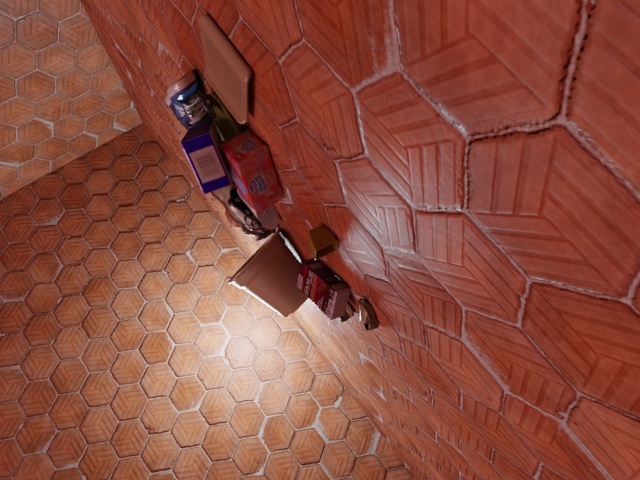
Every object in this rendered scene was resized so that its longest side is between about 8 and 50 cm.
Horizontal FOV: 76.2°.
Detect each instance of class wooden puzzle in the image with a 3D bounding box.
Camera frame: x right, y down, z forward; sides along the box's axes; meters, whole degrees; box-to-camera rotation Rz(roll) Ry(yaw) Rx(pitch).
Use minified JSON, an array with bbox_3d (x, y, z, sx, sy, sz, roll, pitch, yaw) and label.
[{"bbox_3d":[-0.267,-0.483,1.173,0.221,0.044,0.239,53,159,5],"label":"wooden puzzle"}]

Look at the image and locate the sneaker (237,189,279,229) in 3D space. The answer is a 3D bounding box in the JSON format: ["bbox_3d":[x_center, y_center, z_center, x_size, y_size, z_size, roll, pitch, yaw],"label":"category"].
[{"bbox_3d":[-0.262,-0.148,1.725,0.235,0.090,0.094,54,166,-15],"label":"sneaker"}]

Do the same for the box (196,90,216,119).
[{"bbox_3d":[-0.405,-0.483,1.453,0.067,0.018,0.083,44,161,31],"label":"box"}]

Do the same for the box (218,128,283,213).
[{"bbox_3d":[-0.236,-0.235,1.424,0.128,0.122,0.257,44,161,33],"label":"box"}]

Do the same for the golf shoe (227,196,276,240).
[{"bbox_3d":[-0.316,-0.084,1.787,0.273,0.120,0.105,39,-160,-40],"label":"golf shoe"}]

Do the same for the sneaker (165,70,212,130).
[{"bbox_3d":[-0.479,-0.504,1.594,0.236,0.130,0.322,50,161,-20],"label":"sneaker"}]

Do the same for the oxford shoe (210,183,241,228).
[{"bbox_3d":[-0.451,-0.245,2.067,0.397,0.140,0.147,51,133,25],"label":"oxford shoe"}]

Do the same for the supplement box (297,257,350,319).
[{"bbox_3d":[0.007,0.185,1.597,0.239,0.073,0.130,38,127,43],"label":"supplement box"}]

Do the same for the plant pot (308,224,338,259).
[{"bbox_3d":[0.000,0.000,1.328,0.083,0.081,0.081,59,166,20],"label":"plant pot"}]

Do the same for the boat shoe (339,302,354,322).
[{"bbox_3d":[0.046,0.235,1.672,0.224,0.073,0.080,50,166,16],"label":"boat shoe"}]

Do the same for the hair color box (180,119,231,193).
[{"bbox_3d":[-0.400,-0.308,1.460,0.339,0.110,0.185,-115,6,-65],"label":"hair color box"}]

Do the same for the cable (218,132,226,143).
[{"bbox_3d":[-0.433,-0.390,1.796,0.150,0.047,0.185,42,160,37],"label":"cable"}]

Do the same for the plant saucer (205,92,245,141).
[{"bbox_3d":[-0.330,-0.422,1.464,0.241,0.037,0.241,49,164,20],"label":"plant saucer"}]

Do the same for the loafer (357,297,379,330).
[{"bbox_3d":[0.165,0.268,1.453,0.056,0.050,0.148,25,147,59],"label":"loafer"}]

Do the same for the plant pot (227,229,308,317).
[{"bbox_3d":[-0.200,0.174,1.882,0.305,0.334,0.334,45,165,-8],"label":"plant pot"}]
